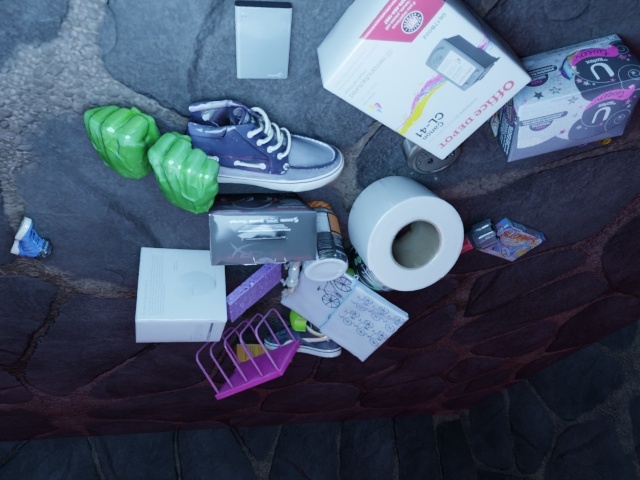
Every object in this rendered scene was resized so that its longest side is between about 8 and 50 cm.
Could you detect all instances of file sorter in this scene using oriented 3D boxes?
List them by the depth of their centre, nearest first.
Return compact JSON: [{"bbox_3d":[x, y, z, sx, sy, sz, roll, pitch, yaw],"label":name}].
[{"bbox_3d":[-0.259,0.389,1.649,0.290,0.202,0.182,-27,99,23],"label":"file sorter"}]

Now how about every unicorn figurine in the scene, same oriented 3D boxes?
[{"bbox_3d":[-0.084,0.084,1.385,0.060,0.162,0.111,-4,172,-21],"label":"unicorn figurine"}]

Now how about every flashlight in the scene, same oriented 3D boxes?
[{"bbox_3d":[0.393,0.034,1.436,0.303,0.103,0.103,-27,140,24],"label":"flashlight"}]

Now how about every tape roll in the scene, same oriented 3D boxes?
[{"bbox_3d":[0.206,-0.021,1.161,0.245,0.169,0.246,-5,115,-11],"label":"tape roll"}]

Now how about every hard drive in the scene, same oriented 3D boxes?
[{"bbox_3d":[-0.101,-0.347,0.818,0.094,0.022,0.135,-4,145,-11],"label":"hard drive"}]

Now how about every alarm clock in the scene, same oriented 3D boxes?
[{"bbox_3d":[0.255,-0.220,1.069,0.129,0.064,0.192,-15,142,6],"label":"alarm clock"}]

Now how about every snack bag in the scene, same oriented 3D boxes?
[{"bbox_3d":[0.055,0.207,1.419,0.342,0.037,0.323,35,139,3],"label":"snack bag"}]

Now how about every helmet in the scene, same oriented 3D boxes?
[{"bbox_3d":[0.178,0.071,1.362,0.169,0.162,0.169,-25,164,-8],"label":"helmet"}]

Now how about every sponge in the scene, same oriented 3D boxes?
[{"bbox_3d":[-0.196,0.143,1.383,0.210,0.031,0.117,-40,158,-29],"label":"sponge"}]

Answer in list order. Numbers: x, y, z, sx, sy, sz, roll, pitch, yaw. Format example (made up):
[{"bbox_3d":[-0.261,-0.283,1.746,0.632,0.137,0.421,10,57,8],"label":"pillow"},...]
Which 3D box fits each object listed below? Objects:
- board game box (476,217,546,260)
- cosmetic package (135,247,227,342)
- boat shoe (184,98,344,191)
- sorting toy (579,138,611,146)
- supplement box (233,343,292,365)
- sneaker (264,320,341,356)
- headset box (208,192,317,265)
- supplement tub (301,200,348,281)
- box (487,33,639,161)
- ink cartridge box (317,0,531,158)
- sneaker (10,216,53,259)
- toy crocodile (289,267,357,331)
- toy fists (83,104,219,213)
[{"bbox_3d":[0.608,0.000,1.501,0.201,0.035,0.136,15,139,-32],"label":"board game box"},{"bbox_3d":[-0.382,0.150,1.279,0.224,0.224,0.138,5,142,-20],"label":"cosmetic package"},{"bbox_3d":[-0.109,-0.193,0.941,0.340,0.127,0.158,-2,152,-10],"label":"boat shoe"},{"bbox_3d":[0.673,-0.253,1.149,0.101,0.042,0.061,-13,146,4],"label":"sorting toy"},{"bbox_3d":[-0.233,0.463,1.892,0.233,0.078,0.080,6,154,-24],"label":"supplement box"},{"bbox_3d":[-0.070,0.353,1.764,0.320,0.128,0.126,-1,-173,25],"label":"sneaker"},{"bbox_3d":[-0.134,-0.031,1.030,0.217,0.293,0.110,-2,105,-12],"label":"headset box"},{"bbox_3d":[0.000,0.000,1.198,0.116,0.191,0.117,-7,145,-5],"label":"supplement tub"},{"bbox_3d":[0.495,-0.289,0.960,0.247,0.142,0.163,-14,146,4],"label":"box"},{"bbox_3d":[0.181,-0.313,0.831,0.306,0.131,0.226,23,132,-29],"label":"ink cartridge box"},{"bbox_3d":[-0.686,0.000,1.125,0.084,0.058,0.152,21,139,-30],"label":"sneaker"},{"bbox_3d":[0.006,0.192,1.553,0.115,0.105,0.340,20,135,-37],"label":"toy crocodile"},{"bbox_3d":[-0.313,-0.163,0.880,0.279,0.096,0.142,30,157,6],"label":"toy fists"}]
